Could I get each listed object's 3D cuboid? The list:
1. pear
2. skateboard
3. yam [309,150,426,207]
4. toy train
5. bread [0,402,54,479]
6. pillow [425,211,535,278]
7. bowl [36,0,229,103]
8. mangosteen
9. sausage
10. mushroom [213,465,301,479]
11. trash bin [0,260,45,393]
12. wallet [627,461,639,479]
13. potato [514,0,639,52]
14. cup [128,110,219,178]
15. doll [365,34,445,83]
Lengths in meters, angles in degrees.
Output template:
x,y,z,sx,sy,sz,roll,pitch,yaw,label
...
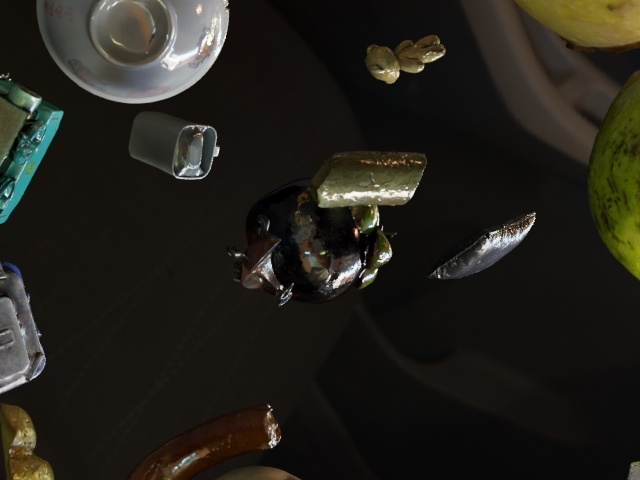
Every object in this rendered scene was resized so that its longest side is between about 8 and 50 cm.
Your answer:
x,y,z,sx,sy,sz,roll,pitch,yaw,label
0.574,-0.105,1.659,0.391,0.391,0.391,31,50,-45,pear
-0.071,0.036,1.470,0.080,0.151,0.067,39,71,12,skateboard
0.055,-0.075,1.362,0.146,0.070,0.070,-2,71,-17,yam
-0.429,-0.116,1.501,0.112,0.203,0.163,32,6,-2,toy train
-0.427,0.309,1.641,0.065,0.188,0.149,-13,72,-15,bread
0.260,0.013,1.821,0.055,0.141,0.208,54,31,13,pillow
-0.330,-0.389,1.992,0.345,0.345,0.157,56,5,-21,bowl
0.000,0.000,1.893,0.243,0.243,0.243,31,50,-45,mangosteen
-0.197,0.355,1.906,0.076,0.302,0.103,56,15,-26,sausage
-0.134,0.537,1.902,0.315,0.356,0.315,8,65,-17,mushroom
-0.464,0.090,1.416,0.162,0.234,0.184,-22,114,-29,trash bin
0.479,0.419,1.676,0.033,0.095,0.190,-14,125,-24,wallet
0.298,-0.419,1.024,0.319,0.442,0.385,34,5,-30,potato
-0.246,-0.168,1.982,0.128,0.129,0.095,-4,111,-52,cup
0.103,-0.228,1.397,0.051,0.093,0.061,48,16,-42,doll
